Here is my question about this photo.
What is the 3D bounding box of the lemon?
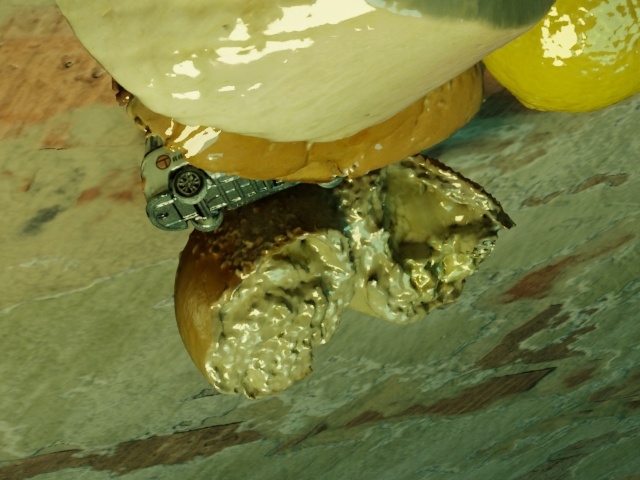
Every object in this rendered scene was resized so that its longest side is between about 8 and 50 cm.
[{"bbox_3d":[0.194,-0.197,1.380,0.187,0.187,0.244,-5,126,-36],"label":"lemon"}]

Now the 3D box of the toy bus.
[{"bbox_3d":[-0.061,-0.077,1.602,0.194,0.089,0.087,-21,158,2],"label":"toy bus"}]

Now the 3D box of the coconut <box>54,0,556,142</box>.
[{"bbox_3d":[0.000,-0.210,1.059,0.329,0.328,0.329,-18,160,-7],"label":"coconut"}]

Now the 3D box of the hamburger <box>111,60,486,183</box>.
[{"bbox_3d":[-0.011,-0.140,1.409,0.282,0.155,0.245,-29,149,-5],"label":"hamburger"}]

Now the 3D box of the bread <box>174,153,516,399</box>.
[{"bbox_3d":[0.001,-0.003,1.724,0.314,0.192,0.171,-21,128,-15],"label":"bread"}]
